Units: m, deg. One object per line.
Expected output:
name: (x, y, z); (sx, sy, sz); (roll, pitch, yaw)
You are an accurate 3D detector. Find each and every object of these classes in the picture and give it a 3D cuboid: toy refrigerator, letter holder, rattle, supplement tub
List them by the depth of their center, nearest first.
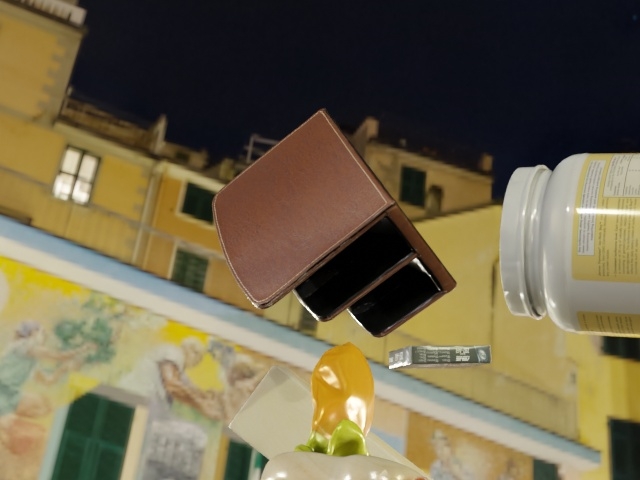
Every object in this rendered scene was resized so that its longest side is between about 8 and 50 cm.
rattle: (0.053, 0.121, 0.642); (0.130, 0.142, 0.199); (38, -29, -1)
letter holder: (0.000, 0.000, 1.357); (0.214, 0.302, 0.152); (-37, -58, 4)
supplement tub: (0.418, 0.007, 1.367); (0.331, 0.241, 0.241); (2, -31, 25)
toy refrigerator: (0.023, 0.283, 1.382); (0.270, 0.102, 0.094); (36, -1, 13)

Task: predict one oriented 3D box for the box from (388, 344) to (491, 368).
box: (0.117, 0.115, 1.045); (0.083, 0.018, 0.067); (1, -11, -15)
